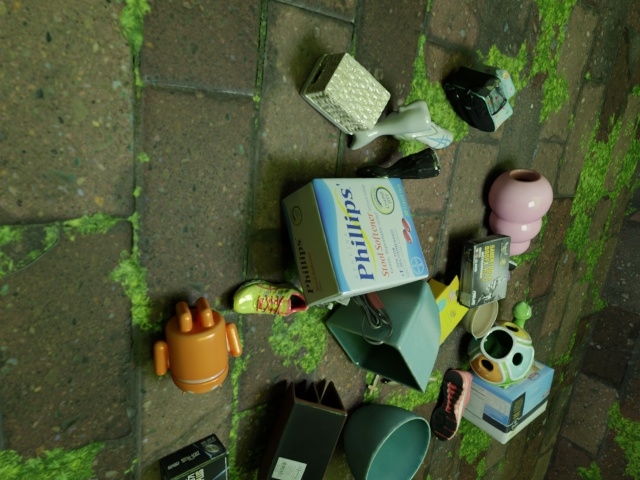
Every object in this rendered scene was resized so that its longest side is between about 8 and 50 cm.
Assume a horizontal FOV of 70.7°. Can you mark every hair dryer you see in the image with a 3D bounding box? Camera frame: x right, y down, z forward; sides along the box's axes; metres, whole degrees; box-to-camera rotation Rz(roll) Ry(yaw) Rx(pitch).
[{"bbox_3d":[0.104,0.123,1.208,0.224,0.080,0.293,35,48,-10],"label":"hair dryer"}]

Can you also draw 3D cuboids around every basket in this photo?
[{"bbox_3d":[0.059,-0.332,1.026,0.167,0.103,0.113,31,85,-31],"label":"basket"}]

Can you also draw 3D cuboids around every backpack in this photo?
[{"bbox_3d":[0.473,-0.413,1.316,0.144,0.166,0.188,-44,133,-6],"label":"backpack"}]

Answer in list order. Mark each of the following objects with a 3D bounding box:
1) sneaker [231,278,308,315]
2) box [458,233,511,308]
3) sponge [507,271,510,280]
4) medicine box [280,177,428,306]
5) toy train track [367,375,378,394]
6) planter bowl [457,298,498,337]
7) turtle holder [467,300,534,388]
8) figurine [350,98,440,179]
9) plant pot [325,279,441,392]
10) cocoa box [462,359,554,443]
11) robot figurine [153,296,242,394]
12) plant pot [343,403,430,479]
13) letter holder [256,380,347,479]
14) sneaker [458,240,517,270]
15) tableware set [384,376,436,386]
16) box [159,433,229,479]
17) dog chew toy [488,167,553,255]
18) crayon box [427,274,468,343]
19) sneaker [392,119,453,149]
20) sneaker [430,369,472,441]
[{"bbox_3d":[-0.114,0.145,1.091,0.209,0.094,0.081,-3,110,-38],"label":"sneaker"},{"bbox_3d":[0.566,0.104,1.554,0.183,0.056,0.230,-10,108,-28],"label":"box"},{"bbox_3d":[0.686,0.170,1.811,0.210,0.031,0.117,-39,127,-21],"label":"sponge"},{"bbox_3d":[0.083,-0.003,1.085,0.289,0.149,0.263,-7,78,-39],"label":"medicine box"},{"bbox_3d":[0.180,0.478,1.521,0.048,0.014,0.083,30,81,-35],"label":"toy train track"},{"bbox_3d":[0.577,0.272,1.706,0.162,0.109,0.162,-15,115,-35],"label":"planter bowl"},{"bbox_3d":[0.734,0.417,1.774,0.320,0.243,0.227,-32,144,6],"label":"turtle holder"},{"bbox_3d":[0.183,-0.238,1.163,0.210,0.092,0.214,-17,122,7],"label":"figurine"},{"bbox_3d":[0.217,0.241,1.316,0.252,0.248,0.247,-53,132,-27],"label":"plant pot"},{"bbox_3d":[0.813,0.661,1.971,0.347,0.231,0.227,-14,115,-36],"label":"cocoa box"},{"bbox_3d":[-0.263,0.236,0.977,0.158,0.128,0.219,-33,129,-56],"label":"robot figurine"},{"bbox_3d":[0.187,0.654,1.470,0.290,0.195,0.290,-15,115,-35],"label":"plant pot"},{"bbox_3d":[-0.063,0.551,1.273,0.152,0.214,0.301,19,96,-11],"label":"letter holder"},{"bbox_3d":[0.611,0.093,1.682,0.283,0.107,0.124,16,100,-33],"label":"sneaker"},{"bbox_3d":[0.312,0.483,1.557,0.141,0.169,0.020,31,45,-48],"label":"tableware set"},{"bbox_3d":[-0.307,0.600,1.116,0.147,0.078,0.180,-12,114,-36],"label":"box"},{"bbox_3d":[0.704,-0.086,1.622,0.207,0.207,0.331,-28,130,-29],"label":"dog chew toy"},{"bbox_3d":[0.373,0.279,1.558,0.318,0.081,0.202,-44,129,-18],"label":"crayon box"},{"bbox_3d":[0.297,-0.311,1.258,0.237,0.085,0.086,-2,131,-38],"label":"sneaker"},{"bbox_3d":[0.556,0.675,1.842,0.136,0.116,0.313,5,103,-42],"label":"sneaker"}]
